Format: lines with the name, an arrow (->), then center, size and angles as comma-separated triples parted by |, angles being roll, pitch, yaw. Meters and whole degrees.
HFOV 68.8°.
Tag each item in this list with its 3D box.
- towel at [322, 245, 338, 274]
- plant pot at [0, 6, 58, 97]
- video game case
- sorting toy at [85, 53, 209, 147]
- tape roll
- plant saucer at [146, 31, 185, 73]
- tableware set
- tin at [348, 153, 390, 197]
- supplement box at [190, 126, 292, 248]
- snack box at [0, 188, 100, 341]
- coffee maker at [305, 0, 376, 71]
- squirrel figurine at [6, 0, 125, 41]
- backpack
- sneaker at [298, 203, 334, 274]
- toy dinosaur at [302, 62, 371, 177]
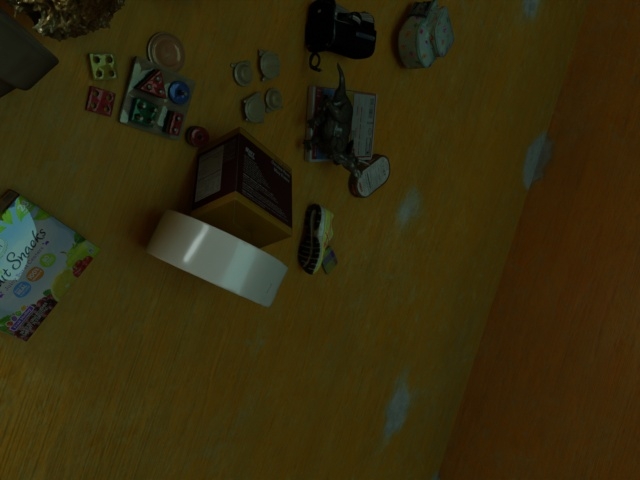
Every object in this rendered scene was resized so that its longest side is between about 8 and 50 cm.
towel -> 0.026, 0.063, 1.484 | 0.060, 0.009, 0.083 | -47, 132, -26
plant pot -> -0.548, -0.238, 0.555 | 0.280, 0.323, 0.323 | -49, 136, -3
video game case -> 0.066, -0.339, 1.382 | 0.285, 0.025, 0.203 | -12, 112, -46
sorting toy -> -0.327, -0.282, 0.939 | 0.275, 0.046, 0.132 | 11, 100, -47
tape roll -> -0.219, 0.041, 0.997 | 0.286, 0.286, 0.100 | 36, 75, -48
plant saucer -> -0.313, -0.382, 0.957 | 0.084, 0.013, 0.083 | -18, 115, -44
tableware set -> -0.145, -0.374, 1.141 | 0.141, 0.020, 0.168 | -32, 124, -40
tin -> 0.163, -0.211, 1.526 | 0.190, 0.040, 0.106 | -40, 125, -32
supplement box -> -0.170, -0.110, 1.057 | 0.191, 0.129, 0.194 | 35, 44, -48
snack box -> -0.530, 0.045, 0.818 | 0.207, 0.070, 0.174 | -58, 137, -19
coffee maker -> 0.051, -0.536, 1.249 | 0.178, 0.120, 0.171 | -8, 132, -45
squirrel figurine -> -0.326, -0.480, 0.636 | 0.281, 0.371, 0.396 | -17, 115, -44
backpack -> 0.333, -0.644, 1.488 | 0.188, 0.145, 0.166 | -55, 141, -16
sneaker -> 0.000, 0.000, 1.381 | 0.094, 0.082, 0.208 | 5, 98, -51
toy dinosaur -> 0.038, -0.316, 1.277 | 0.160, 0.121, 0.313 | -33, 122, -51
